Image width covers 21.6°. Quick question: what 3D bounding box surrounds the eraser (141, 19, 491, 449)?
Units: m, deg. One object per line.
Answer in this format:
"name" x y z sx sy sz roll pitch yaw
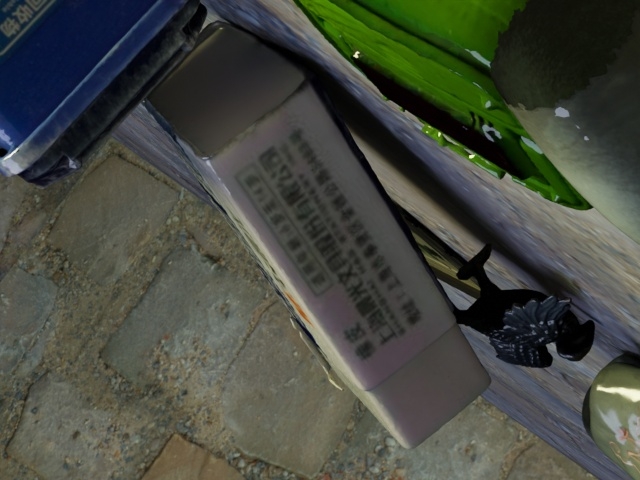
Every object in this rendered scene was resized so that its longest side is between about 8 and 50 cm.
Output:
"eraser" 0.000 0.000 1.093 0.130 0.086 0.287 40 166 52

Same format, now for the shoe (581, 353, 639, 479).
"shoe" 0.211 0.120 1.124 0.078 0.079 0.195 24 -175 -14

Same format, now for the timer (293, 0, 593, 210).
"timer" 0.048 -0.065 0.591 0.140 0.047 0.128 35 177 30

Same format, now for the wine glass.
"wine glass" 0.129 -0.003 0.501 0.198 0.066 0.066 40 175 -32

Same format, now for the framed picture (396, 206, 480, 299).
"framed picture" 0.075 -0.003 1.435 0.199 0.010 0.195 38 176 -26

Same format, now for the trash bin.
"trash bin" -0.200 -0.162 0.941 0.234 0.162 0.184 45 173 -27

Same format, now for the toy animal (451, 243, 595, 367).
"toy animal" 0.135 0.054 1.161 0.108 0.062 0.220 37 170 8
